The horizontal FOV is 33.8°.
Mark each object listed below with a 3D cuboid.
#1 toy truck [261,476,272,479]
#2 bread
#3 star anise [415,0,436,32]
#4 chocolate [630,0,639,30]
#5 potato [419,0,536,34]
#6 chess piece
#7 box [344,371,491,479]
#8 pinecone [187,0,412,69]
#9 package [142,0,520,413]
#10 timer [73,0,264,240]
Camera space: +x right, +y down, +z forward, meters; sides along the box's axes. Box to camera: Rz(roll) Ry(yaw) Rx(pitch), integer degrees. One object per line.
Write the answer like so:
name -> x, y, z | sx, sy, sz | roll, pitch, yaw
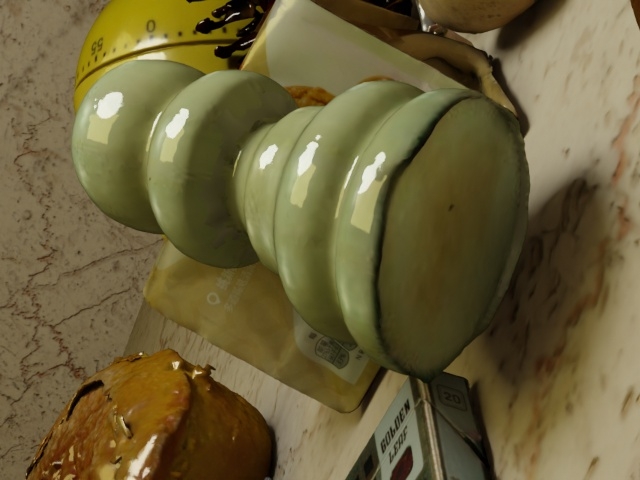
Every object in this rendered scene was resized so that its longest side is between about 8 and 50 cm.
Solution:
toy truck -> -0.048, 0.255, 1.027 | 0.032, 0.024, 0.083 | -50, 13, -9
bread -> -0.198, 0.302, 1.121 | 0.337, 0.204, 0.358 | -25, 44, 57
star anise -> 0.038, -0.327, 0.947 | 0.139, 0.316, 0.359 | -9, 62, 29
chocolate -> 0.179, -0.088, 0.389 | 0.127, 0.133, 0.124 | 128, 154, -59
potato -> 0.131, -0.219, 0.823 | 0.147, 0.112, 0.112 | -10, 61, 66
chess piece -> -0.041, -0.041, 0.725 | 0.330, 0.182, 0.182 | 18, 89, 35
box -> 0.052, 0.240, 0.608 | 0.325, 0.047, 0.180 | -93, 26, -58
pinecone -> -0.037, -0.256, 1.134 | 0.246, 0.292, 0.246 | -41, -7, -6
package -> 0.016, -0.045, 0.904 | 0.311, 0.221, 0.165 | -64, -5, 25
timer -> -0.143, -0.151, 1.380 | 0.376, 0.376, 0.386 | 142, 122, -66
